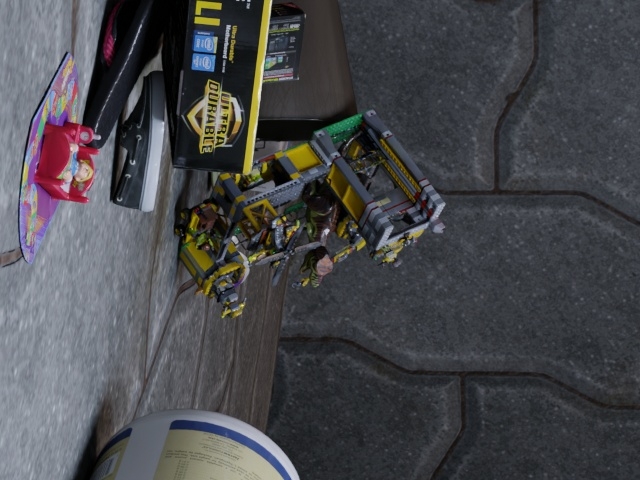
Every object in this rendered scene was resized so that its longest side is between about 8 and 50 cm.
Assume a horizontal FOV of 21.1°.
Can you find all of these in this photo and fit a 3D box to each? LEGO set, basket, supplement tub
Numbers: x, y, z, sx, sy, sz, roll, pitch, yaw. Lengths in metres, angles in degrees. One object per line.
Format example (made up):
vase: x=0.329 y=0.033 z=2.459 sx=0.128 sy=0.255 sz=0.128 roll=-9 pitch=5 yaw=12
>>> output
LEGO set: x=0.000 y=0.000 z=2.154 sx=0.331 sy=0.192 sz=0.255 roll=-19 pitch=154 yaw=-37
basket: x=-0.047 y=-0.253 z=2.235 sx=0.154 sy=0.204 sz=0.227 roll=63 pitch=28 yaw=-82
supplement tub: x=-0.148 y=0.342 z=1.694 sx=0.316 sy=0.228 sz=0.228 roll=-75 pitch=174 yaw=-56

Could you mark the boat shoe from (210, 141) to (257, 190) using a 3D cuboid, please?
boat shoe: x=-0.103 y=-0.164 z=2.348 sx=0.080 sy=0.073 sz=0.223 roll=-69 pitch=168 yaw=-74

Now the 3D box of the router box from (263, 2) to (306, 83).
router box: x=-0.082 y=-0.237 z=2.093 sx=0.038 sy=0.122 sz=0.092 roll=49 pitch=-41 yaw=47

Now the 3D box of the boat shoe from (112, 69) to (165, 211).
boat shoe: x=-0.171 y=-0.093 z=1.621 sx=0.049 sy=0.040 sz=0.142 roll=-108 pitch=-156 yaw=-64

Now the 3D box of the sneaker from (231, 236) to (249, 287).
sneaker: x=-0.149 y=0.035 z=2.421 sx=0.071 sy=0.068 sz=0.170 roll=-64 pitch=164 yaw=-15

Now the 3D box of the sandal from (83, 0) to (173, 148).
sandal: x=-0.173 y=-0.166 z=1.482 sx=0.067 sy=0.040 sz=0.179 roll=66 pitch=48 yaw=-75

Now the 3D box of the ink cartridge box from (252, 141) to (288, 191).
ink cartridge box: x=-0.084 y=-0.194 z=2.488 sx=0.148 sy=0.086 sz=0.203 roll=-77 pitch=174 yaw=-54

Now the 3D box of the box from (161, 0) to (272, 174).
box: x=-0.097 y=-0.238 z=1.585 sx=0.322 sy=0.079 sz=0.257 roll=-106 pitch=-156 yaw=-65

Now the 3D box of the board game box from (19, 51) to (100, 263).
board game box: x=-0.196 y=-0.063 z=1.342 sx=0.168 sy=0.033 sz=0.133 roll=-77 pitch=176 yaw=-53
